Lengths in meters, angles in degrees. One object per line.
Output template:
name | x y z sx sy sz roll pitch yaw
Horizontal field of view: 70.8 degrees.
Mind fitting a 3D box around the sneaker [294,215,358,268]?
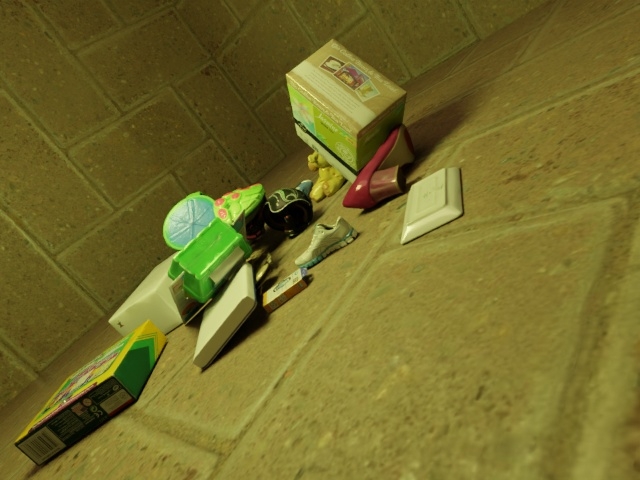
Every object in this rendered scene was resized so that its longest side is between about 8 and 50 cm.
sneaker | 0.000 0.000 1.193 0.190 0.083 0.071 -34 18 15

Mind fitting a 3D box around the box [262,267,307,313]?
box | -0.084 0.121 1.136 0.136 0.028 0.081 -34 16 4

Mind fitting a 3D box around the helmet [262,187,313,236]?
helmet | -0.116 -0.105 1.585 0.169 0.170 0.161 -40 33 -10

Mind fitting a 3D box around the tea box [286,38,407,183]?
tea box | 0.085 -0.418 1.510 0.220 0.329 0.324 -41 -21 -14

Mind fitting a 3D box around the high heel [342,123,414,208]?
high heel | 0.176 -0.235 1.364 0.181 0.127 0.377 -15 28 29

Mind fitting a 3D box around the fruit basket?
fruit basket | -0.332 0.101 1.434 0.327 0.165 0.353 -49 -17 -27

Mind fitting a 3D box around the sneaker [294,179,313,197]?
sneaker | -0.091 -0.168 1.876 0.211 0.080 0.081 -53 27 -17

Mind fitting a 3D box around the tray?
tray | 0.247 -0.094 1.023 0.145 0.030 0.270 -28 19 27

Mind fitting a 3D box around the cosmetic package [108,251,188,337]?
cosmetic package | -0.592 0.198 1.753 0.230 0.162 0.453 -33 17 14

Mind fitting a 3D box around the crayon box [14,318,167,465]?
crayon box | -0.664 0.438 1.349 0.362 0.106 0.313 -35 15 8

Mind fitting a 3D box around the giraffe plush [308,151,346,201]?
giraffe plush | 0.019 -0.280 1.758 0.210 0.171 0.181 -29 18 26

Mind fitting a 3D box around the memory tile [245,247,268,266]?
memory tile | -0.258 0.073 1.662 0.148 0.012 0.113 -17 26 51

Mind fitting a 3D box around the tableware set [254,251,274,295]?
tableware set | -0.175 0.104 1.353 0.128 0.039 0.194 -52 11 0

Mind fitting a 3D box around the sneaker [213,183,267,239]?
sneaker | -0.265 -0.097 1.695 0.185 0.203 0.483 -15 11 5

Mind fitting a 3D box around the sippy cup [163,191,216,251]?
sippy cup | -0.445 -0.020 1.741 0.239 0.224 0.306 18 70 25

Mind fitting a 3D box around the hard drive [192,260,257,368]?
hard drive | -0.252 0.185 1.215 0.210 0.040 0.319 -51 15 3

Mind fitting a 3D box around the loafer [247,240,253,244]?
loafer | -0.340 -0.033 1.975 0.087 0.094 0.251 -45 21 -23
